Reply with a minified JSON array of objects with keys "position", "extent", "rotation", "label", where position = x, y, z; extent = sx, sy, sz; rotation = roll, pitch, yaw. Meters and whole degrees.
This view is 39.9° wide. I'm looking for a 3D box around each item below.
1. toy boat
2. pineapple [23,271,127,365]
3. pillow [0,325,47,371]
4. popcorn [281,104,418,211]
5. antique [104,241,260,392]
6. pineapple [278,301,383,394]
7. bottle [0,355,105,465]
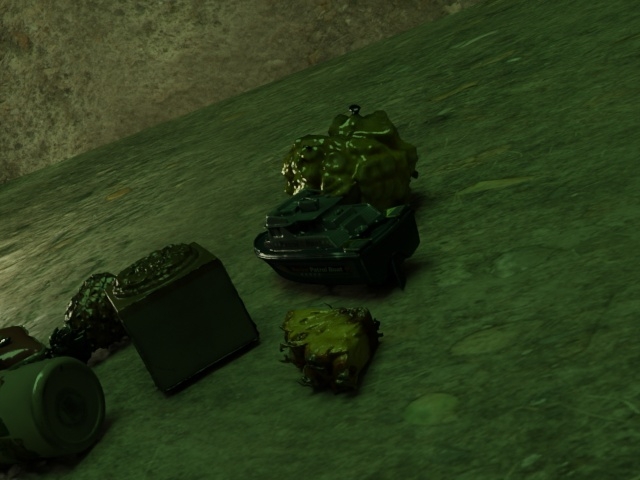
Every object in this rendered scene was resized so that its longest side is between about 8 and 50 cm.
[{"position":[0.000,-0.003,1.186],"extent":[0.114,0.122,0.296],"rotation":[-37,23,-31],"label":"toy boat"},{"position":[-0.347,0.138,1.299],"extent":[0.108,0.108,0.197],"rotation":[-2,41,48],"label":"pineapple"},{"position":[-0.528,0.194,1.378],"extent":[0.179,0.075,0.171],"rotation":[-33,23,-24],"label":"pillow"},{"position":[0.046,-0.108,1.333],"extent":[0.189,0.169,0.218],"rotation":[-30,24,-16],"label":"popcorn"},{"position":[-0.185,0.088,1.138],"extent":[0.147,0.147,0.152],"rotation":[-28,17,-15],"label":"antique"},{"position":[0.017,0.117,0.960],"extent":[0.116,0.069,0.137],"rotation":[-25,27,-17],"label":"pineapple"},{"position":[-0.396,0.220,1.092],"extent":[0.253,0.120,0.120],"rotation":[-15,22,29],"label":"bottle"}]
